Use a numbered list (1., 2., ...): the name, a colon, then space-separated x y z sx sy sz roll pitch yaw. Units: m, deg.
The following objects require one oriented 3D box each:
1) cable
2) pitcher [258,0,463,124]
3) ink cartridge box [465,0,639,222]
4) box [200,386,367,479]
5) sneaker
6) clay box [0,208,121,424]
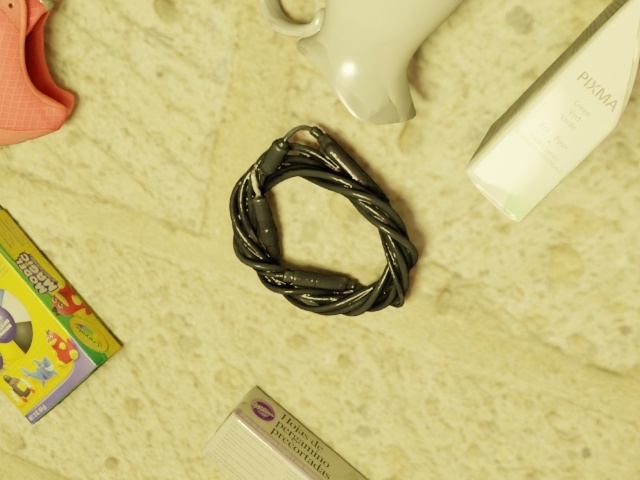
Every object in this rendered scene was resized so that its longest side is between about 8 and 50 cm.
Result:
1. cable: 0.000 0.000 0.733 0.184 0.047 0.150 46 116 0
2. pitcher: 0.038 -0.218 0.618 0.178 0.125 0.207 39 128 21
3. ink cartridge box: 0.197 -0.125 0.549 0.056 0.181 0.224 45 114 0
4. box: 0.033 0.276 0.803 0.324 0.063 0.067 39 114 4
5. sneaker: -0.310 -0.230 0.737 0.136 0.116 0.314 -8 118 10
6. clay box: -0.328 0.070 0.867 0.127 0.053 0.222 -41 92 27
